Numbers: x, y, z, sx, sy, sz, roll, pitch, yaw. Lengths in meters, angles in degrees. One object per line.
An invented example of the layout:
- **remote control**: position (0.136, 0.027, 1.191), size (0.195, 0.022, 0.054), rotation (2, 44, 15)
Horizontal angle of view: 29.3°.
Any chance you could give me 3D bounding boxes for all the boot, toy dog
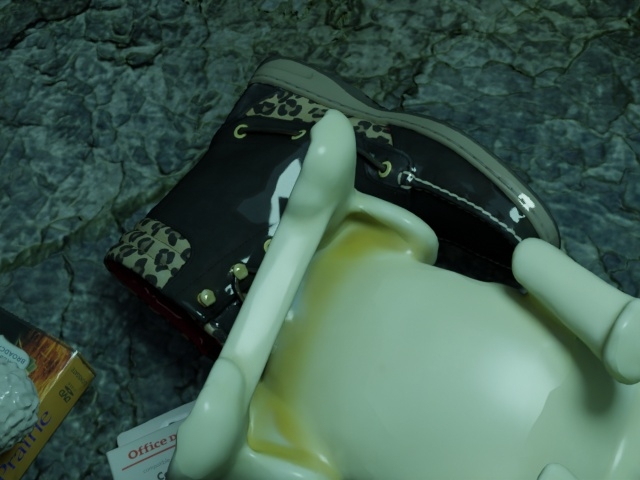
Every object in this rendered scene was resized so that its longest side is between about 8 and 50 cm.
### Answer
- **boot**: position (0.000, 0.000, 1.135), size (0.377, 0.138, 0.284), rotation (32, 69, 29)
- **toy dog**: position (0.120, 0.159, 0.907), size (0.408, 0.395, 0.284), rotation (23, 62, 4)

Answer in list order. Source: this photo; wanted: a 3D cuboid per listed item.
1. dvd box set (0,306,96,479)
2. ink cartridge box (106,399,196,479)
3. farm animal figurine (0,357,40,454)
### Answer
- **dvd box set**: position (-0.454, 0.217, 1.142), size (0.307, 0.062, 0.420), rotation (26, 68, 23)
- **ink cartridge box**: position (-0.112, 0.223, 1.067), size (0.115, 0.067, 0.198), rotation (-24, 58, -3)
- **farm animal figurine**: position (-0.316, 0.293, 0.963), size (0.327, 0.172, 0.330), rotation (-28, 83, -19)
